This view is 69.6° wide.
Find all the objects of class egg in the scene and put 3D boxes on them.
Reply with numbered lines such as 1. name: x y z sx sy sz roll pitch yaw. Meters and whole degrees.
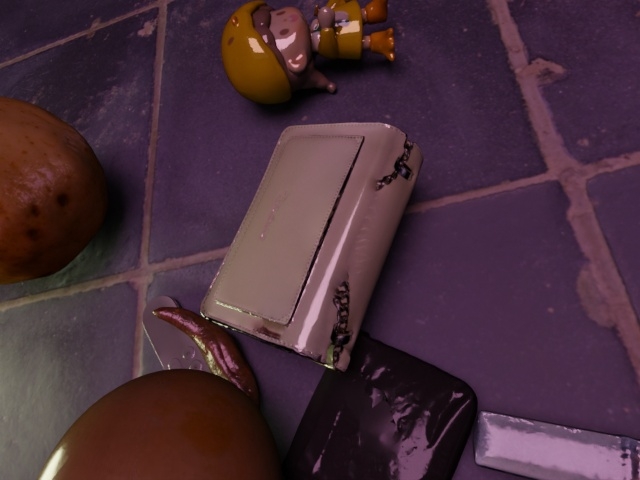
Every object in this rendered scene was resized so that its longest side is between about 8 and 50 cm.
1. egg: -0.196 0.344 0.559 0.300 0.301 0.374 -10 43 15

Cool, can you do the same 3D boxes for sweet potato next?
1. sweet potato: -0.176 0.189 0.774 0.255 0.058 0.078 42 41 20

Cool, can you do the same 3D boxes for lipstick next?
1. lipstick: 0.335 0.268 0.554 0.289 0.077 0.076 6 71 23

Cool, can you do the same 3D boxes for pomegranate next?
1. pomegranate: -0.624 -0.116 0.870 0.409 0.410 0.410 -7 65 16

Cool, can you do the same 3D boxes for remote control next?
1. remote control: -0.250 0.199 0.822 0.077 0.022 0.245 -38 61 -2

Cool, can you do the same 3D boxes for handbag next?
1. handbag: 0.000 0.000 0.725 0.236 0.160 0.359 7 69 45
2. handbag: 0.077 0.269 0.643 0.223 0.080 0.247 22 76 26

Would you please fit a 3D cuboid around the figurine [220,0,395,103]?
1. figurine: -0.030 -0.390 0.917 0.343 0.187 0.215 -8 56 10
